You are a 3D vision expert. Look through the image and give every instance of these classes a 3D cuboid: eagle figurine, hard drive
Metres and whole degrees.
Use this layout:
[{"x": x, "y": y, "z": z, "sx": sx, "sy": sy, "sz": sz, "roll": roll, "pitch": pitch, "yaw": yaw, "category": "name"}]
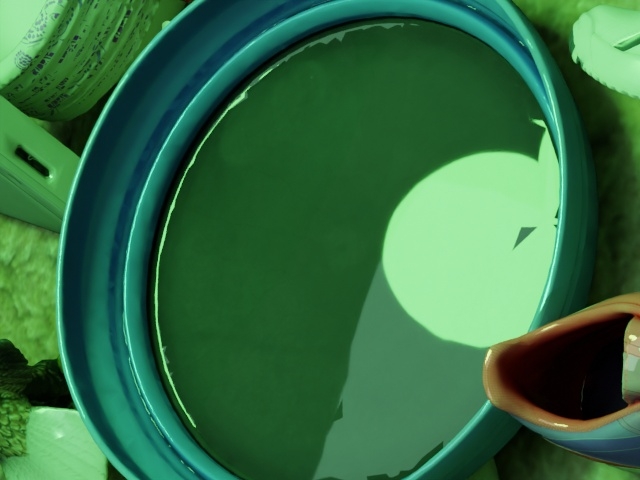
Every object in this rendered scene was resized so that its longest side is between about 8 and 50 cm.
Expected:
[{"x": -0.317, "y": 0.104, "z": 1.461, "sx": 0.225, "sy": 0.298, "sz": 0.226, "roll": -19, "pitch": 64, "yaw": 47, "category": "eagle figurine"}, {"x": -0.314, "y": -0.089, "z": 1.567, "sx": 0.353, "sy": 0.233, "sz": 0.047, "roll": 16, "pitch": 70, "yaw": 55, "category": "hard drive"}]

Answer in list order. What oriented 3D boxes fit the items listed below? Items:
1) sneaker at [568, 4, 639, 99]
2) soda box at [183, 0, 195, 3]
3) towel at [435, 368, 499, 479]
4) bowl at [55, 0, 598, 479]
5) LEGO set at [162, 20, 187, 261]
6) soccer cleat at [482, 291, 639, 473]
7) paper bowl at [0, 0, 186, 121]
[{"x": 0.246, "y": -0.127, "z": 0.984, "sx": 0.235, "sy": 0.094, "sz": 0.153, "roll": 32, "pitch": 103, "yaw": 51, "category": "sneaker"}, {"x": -0.011, "y": -0.272, "z": 1.368, "sx": 0.263, "sy": 0.083, "sz": 0.092, "roll": -37, "pitch": 51, "yaw": 40, "category": "soda box"}, {"x": 0.027, "y": 0.171, "z": 1.219, "sx": 0.237, "sy": 0.037, "sz": 0.329, "roll": -38, "pitch": 53, "yaw": 37, "category": "towel"}, {"x": 0.000, "y": 0.000, "z": 1.192, "sx": 0.391, "sy": 0.077, "sz": 0.391, "roll": -12, "pitch": 68, "yaw": 31, "category": "bowl"}, {"x": -0.069, "y": -0.066, "z": 1.369, "sx": 0.093, "sy": 0.087, "sz": 0.227, "roll": 147, "pitch": 127, "yaw": -61, "category": "LEGO set"}, {"x": 0.222, "y": 0.063, "z": 0.932, "sx": 0.318, "sy": 0.116, "sz": 0.108, "roll": -15, "pitch": 67, "yaw": 50, "category": "soccer cleat"}, {"x": -0.211, "y": -0.241, "z": 1.561, "sx": 0.284, "sy": 0.148, "sz": 0.284, "roll": -22, "pitch": 62, "yaw": 47, "category": "paper bowl"}]
